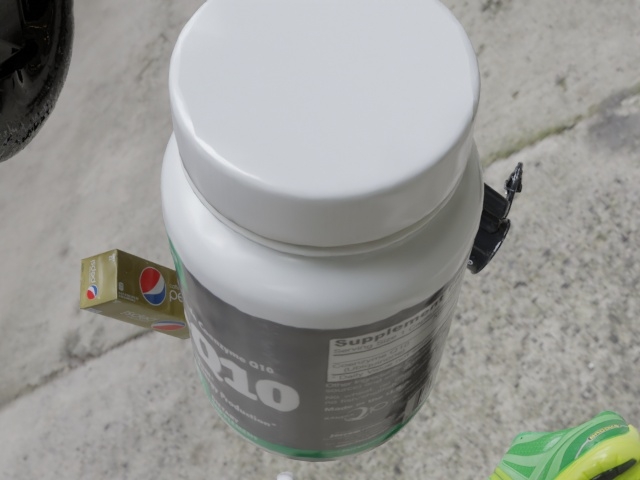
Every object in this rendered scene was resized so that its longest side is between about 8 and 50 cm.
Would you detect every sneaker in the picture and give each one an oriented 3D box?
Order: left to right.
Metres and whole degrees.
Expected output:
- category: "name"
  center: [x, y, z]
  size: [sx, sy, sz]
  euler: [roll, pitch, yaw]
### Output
- category: "sneaker"
  center: [0.225, 0.285, 1.106]
  size: [0.295, 0.109, 0.123]
  euler: [-33, 17, 21]

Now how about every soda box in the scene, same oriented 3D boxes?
- category: "soda box"
  center: [-0.197, 0.066, 1.201]
  size: [0.058, 0.181, 0.061]
  euler: [-16, 66, 29]

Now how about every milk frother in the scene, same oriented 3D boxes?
- category: "milk frother"
  center: [0.178, -0.057, 1.286]
  size: [0.129, 0.135, 0.143]
  euler: [-53, 6, 37]

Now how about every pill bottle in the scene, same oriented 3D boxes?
- category: "pill bottle"
  center: [0.000, 0.000, 0.704]
  size: [0.204, 0.361, 0.204]
  euler: [0, 58, -1]

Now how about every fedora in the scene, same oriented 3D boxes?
- category: "fedora"
  center: [-0.387, -0.231, 1.032]
  size: [0.153, 0.334, 0.334]
  euler: [4, 53, 14]

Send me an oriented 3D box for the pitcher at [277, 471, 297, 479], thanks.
- category: "pitcher"
  center: [-0.024, 0.368, 1.117]
  size: [0.126, 0.177, 0.207]
  euler: [-14, 14, 4]
